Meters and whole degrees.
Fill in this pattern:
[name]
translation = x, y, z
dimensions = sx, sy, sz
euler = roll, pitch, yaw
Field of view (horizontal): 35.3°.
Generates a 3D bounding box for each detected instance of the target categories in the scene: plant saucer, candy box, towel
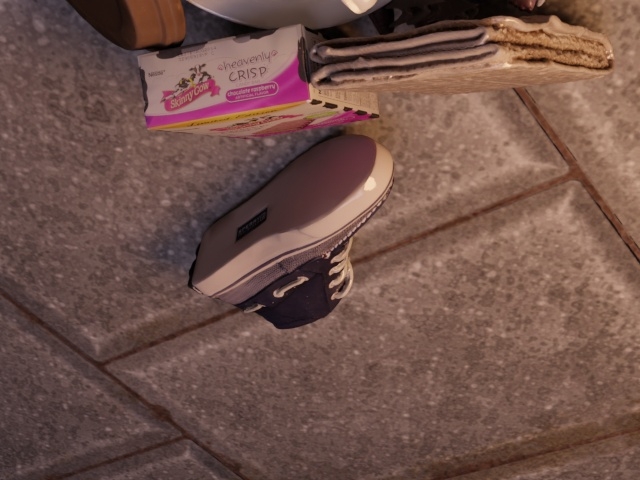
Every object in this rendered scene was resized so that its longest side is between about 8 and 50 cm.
[plant saucer]
translation = -0.218, -0.272, 0.867
dimensions = 0.278, 0.041, 0.278
euler = 45, 164, 16
[candy box]
translation = -0.049, -0.145, 0.967
dimensions = 0.159, 0.233, 0.071
euler = -7, 90, 19
[towel]
translation = 0.133, -0.162, 0.893
dimensions = 0.187, 0.282, 0.049
euler = -1, 95, 31

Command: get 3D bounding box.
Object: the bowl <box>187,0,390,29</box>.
[bowl]
translation = -0.030, -0.332, 0.825
dimensions = 0.298, 0.134, 0.298
euler = 6, 138, 5

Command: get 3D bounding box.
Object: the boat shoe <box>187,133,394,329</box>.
[boat shoe]
translation = 0.000, 0.000, 1.194
dimensions = 0.158, 0.127, 0.340
euler = 31, 142, -29

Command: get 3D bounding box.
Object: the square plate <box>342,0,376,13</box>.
[square plate]
translation = 0.013, -0.384, 0.625
dimensions = 0.344, 0.347, 0.049
euler = 43, 157, -30

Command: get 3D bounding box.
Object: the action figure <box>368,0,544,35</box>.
[action figure]
translation = 0.178, -0.246, 0.863
dimensions = 0.285, 0.185, 0.099
euler = -11, 100, 41
